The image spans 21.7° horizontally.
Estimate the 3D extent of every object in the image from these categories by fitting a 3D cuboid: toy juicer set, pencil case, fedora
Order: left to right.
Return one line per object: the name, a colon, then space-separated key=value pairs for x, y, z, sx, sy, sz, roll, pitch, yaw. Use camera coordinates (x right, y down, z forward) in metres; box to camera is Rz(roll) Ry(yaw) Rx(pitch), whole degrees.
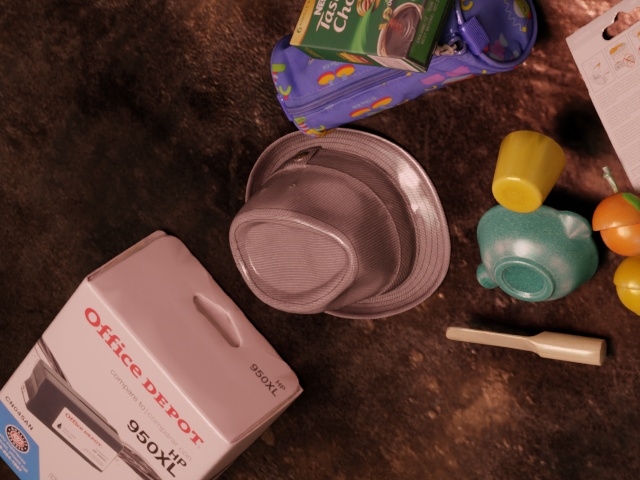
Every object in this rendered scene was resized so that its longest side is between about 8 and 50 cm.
fedora: x=0.000 y=0.000 z=1.923 sx=0.275 sy=0.124 sz=0.244 roll=3 pitch=116 yaw=37
pencil case: x=0.079 y=-0.197 z=1.748 sx=0.306 sy=0.133 sz=0.119 roll=-16 pitch=109 yaw=43
toy juicer set: x=0.262 y=0.026 z=1.772 sx=0.209 sy=0.089 sz=0.329 roll=20 pitch=144 yaw=8

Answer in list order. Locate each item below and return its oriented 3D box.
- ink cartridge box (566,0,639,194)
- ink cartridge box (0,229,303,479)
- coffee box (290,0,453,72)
ink cartridge box: x=0.337 y=-0.154 z=1.646 sx=0.145 sy=0.045 sz=0.179 roll=-33 pitch=73 yaw=44
ink cartridge box: x=-0.248 y=0.220 z=2.210 sx=0.285 sy=0.166 sz=0.395 roll=48 pitch=133 yaw=6
coffee box: x=0.053 y=-0.231 z=1.665 sx=0.184 sy=0.040 sz=0.113 roll=17 pitch=85 yaw=51
